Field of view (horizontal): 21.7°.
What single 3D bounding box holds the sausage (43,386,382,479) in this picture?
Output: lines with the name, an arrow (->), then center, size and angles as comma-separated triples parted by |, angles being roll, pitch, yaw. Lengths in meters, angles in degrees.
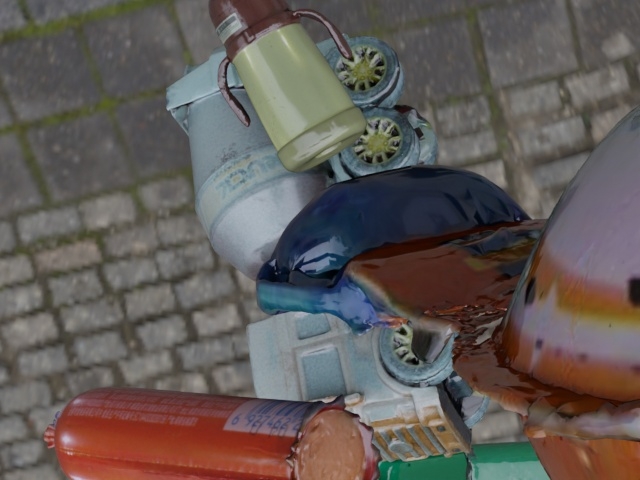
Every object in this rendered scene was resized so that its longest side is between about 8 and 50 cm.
sausage -> -0.049, 0.076, 0.591 | 0.145, 0.048, 0.050 | 0, 91, 40

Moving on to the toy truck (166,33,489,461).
toy truck -> 0.000, 0.000, 0.918 | 0.140, 0.256, 0.108 | -15, 156, 10

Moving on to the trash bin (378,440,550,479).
trash bin -> 0.265, 0.316, 1.760 | 0.381, 0.259, 0.295 | 5, 167, -31

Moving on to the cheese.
cheese -> 0.109, 0.017, 0.466 | 0.217, 0.329, 0.129 | -12, 102, -34

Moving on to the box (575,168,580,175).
box -> 0.230, -0.012, 1.284 | 0.083, 0.079, 0.035 | 24, 111, -6

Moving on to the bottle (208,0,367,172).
bottle -> -0.018, -0.087, 0.813 | 0.063, 0.047, 0.101 | -29, 84, -12
